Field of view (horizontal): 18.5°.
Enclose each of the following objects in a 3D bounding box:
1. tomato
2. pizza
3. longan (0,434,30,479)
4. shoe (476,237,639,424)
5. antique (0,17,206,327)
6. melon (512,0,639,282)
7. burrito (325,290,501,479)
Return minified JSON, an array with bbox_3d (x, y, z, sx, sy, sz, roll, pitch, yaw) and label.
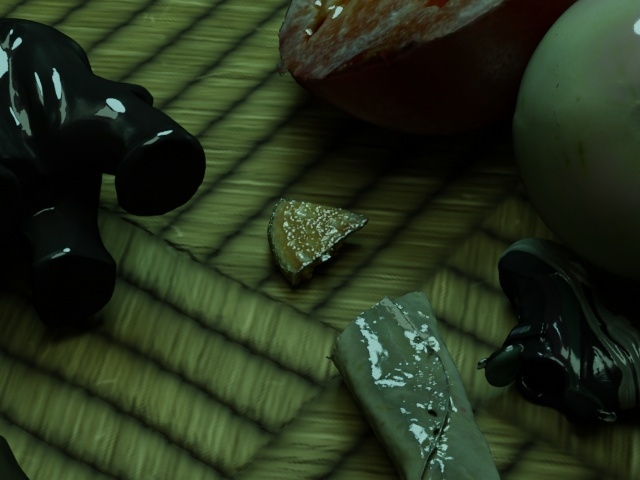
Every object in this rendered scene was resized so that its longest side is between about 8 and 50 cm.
[{"bbox_3d":[0.133,-0.201,1.566,0.338,0.143,0.338,-30,31,20],"label":"tomato"},{"bbox_3d":[0.000,0.001,1.485,0.078,0.025,0.083,-9,46,1],"label":"pizza"},{"bbox_3d":[-0.310,0.227,0.975,0.404,0.436,0.404,-13,60,24],"label":"longan"},{"bbox_3d":[0.156,0.072,1.373,0.099,0.071,0.169,-28,49,-14],"label":"shoe"},{"bbox_3d":[-0.275,-0.054,1.451,0.322,0.185,0.255,-17,45,-24],"label":"antique"},{"bbox_3d":[0.248,-0.078,1.369,0.223,0.223,0.317,10,3,14],"label":"melon"},{"bbox_3d":[0.067,0.120,1.329,0.087,0.060,0.226,-10,43,-13],"label":"burrito"}]
